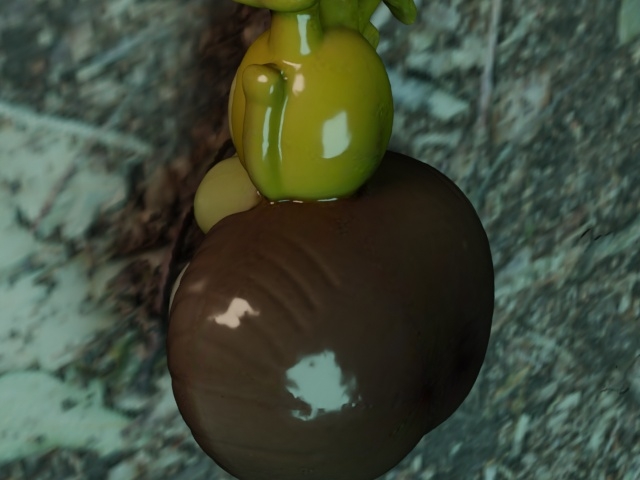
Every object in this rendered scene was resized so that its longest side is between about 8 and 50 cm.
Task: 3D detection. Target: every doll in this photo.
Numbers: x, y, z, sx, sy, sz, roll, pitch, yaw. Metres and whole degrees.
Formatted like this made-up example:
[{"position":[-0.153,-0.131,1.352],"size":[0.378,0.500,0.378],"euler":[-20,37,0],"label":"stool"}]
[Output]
[{"position":[0.004,-0.004,0.608],"size":[0.145,0.096,0.188],"euler":[0,96,-62],"label":"doll"}]
